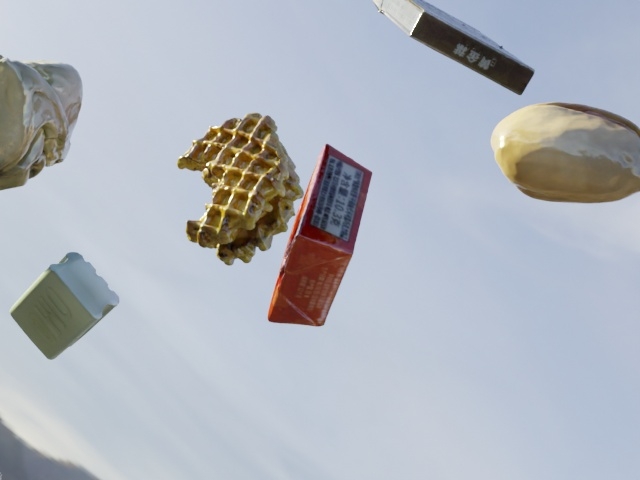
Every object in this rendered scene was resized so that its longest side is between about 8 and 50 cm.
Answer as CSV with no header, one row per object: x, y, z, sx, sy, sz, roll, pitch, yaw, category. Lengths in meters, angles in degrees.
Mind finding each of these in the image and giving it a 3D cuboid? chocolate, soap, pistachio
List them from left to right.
-0.431,0.110,1.753,0.119,0.066,0.198,49,-45,-3,soap
0.000,0.000,1.790,0.108,0.237,0.235,18,-45,-1,chocolate
0.469,-0.164,1.968,0.299,0.187,0.187,5,-30,14,pistachio

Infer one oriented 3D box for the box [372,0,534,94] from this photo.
0.185,-0.301,1.528,0.180,0.047,0.325,25,15,-14,box

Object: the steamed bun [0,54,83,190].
-0.584,-0.189,1.802,0.339,0.247,0.352,-4,2,3,steamed bun

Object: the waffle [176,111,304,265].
-0.179,-0.120,2.285,0.261,0.324,0.151,-27,-36,19,waffle
